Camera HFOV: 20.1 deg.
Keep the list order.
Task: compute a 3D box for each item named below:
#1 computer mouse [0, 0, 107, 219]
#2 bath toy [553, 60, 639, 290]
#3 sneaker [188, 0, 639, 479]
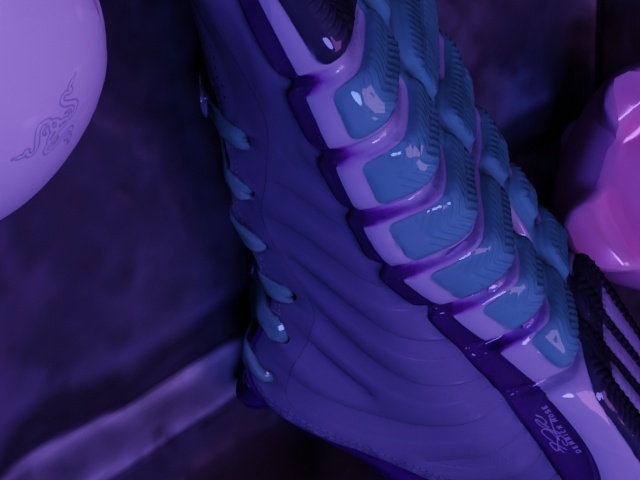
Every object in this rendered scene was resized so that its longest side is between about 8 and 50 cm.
[{"bbox_3d":[-0.086,-0.069,0.332,0.106,0.042,0.193,-53,139,-18],"label":"computer mouse"},{"bbox_3d":[0.141,-0.029,0.551,0.129,0.151,0.348,-15,126,-79],"label":"bath toy"},{"bbox_3d":[0.000,0.000,0.442,0.224,0.098,0.083,55,22,-25],"label":"sneaker"}]
